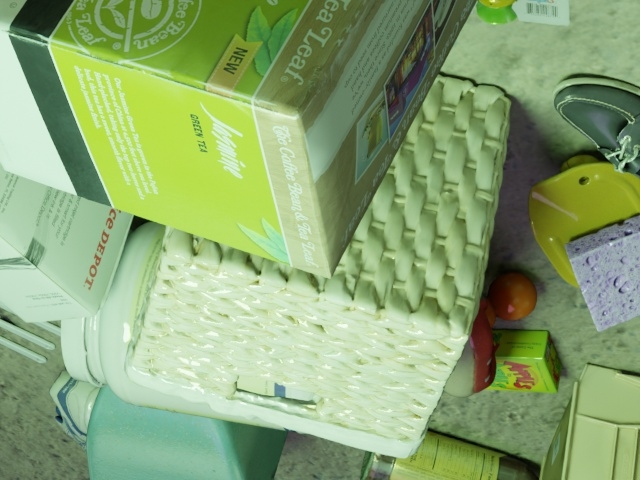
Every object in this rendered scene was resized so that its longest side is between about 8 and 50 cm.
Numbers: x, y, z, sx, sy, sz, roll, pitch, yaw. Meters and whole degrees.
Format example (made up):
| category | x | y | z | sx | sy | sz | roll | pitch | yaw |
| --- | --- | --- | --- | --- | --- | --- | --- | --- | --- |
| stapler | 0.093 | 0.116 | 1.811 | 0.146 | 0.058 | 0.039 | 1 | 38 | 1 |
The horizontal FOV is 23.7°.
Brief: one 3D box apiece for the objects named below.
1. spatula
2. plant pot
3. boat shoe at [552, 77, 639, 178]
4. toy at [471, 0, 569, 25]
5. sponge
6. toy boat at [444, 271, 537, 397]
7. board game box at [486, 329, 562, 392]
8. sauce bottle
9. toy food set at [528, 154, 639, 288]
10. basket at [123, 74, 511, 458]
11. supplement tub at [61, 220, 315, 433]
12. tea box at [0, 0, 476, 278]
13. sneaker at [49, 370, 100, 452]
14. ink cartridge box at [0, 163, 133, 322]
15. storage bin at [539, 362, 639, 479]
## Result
| category | x | y | z | sx | sy | sz | roll | pitch | yaw |
| --- | --- | --- | --- | --- | --- | --- | --- | --- | --- |
| spatula | -0.493 | 0.118 | 2.285 | 0.242 | 0.019 | 0.168 | 29 | 146 | -21 |
| plant pot | -0.186 | 0.218 | 2.111 | 0.248 | 0.247 | 0.252 | 8 | 141 | 12 |
| boat shoe | 0.321 | -0.096 | 1.527 | 0.206 | 0.065 | 0.075 | 26 | 148 | -16 |
| toy | 0.149 | -0.285 | 1.304 | 0.137 | 0.056 | 0.237 | 10 | 145 | 16 |
| sponge | 0.373 | 0.014 | 1.614 | 0.210 | 0.031 | 0.117 | -21 | 128 | 8 |
| toy boat | 0.190 | 0.087 | 1.835 | 0.151 | 0.151 | 0.231 | -23 | 156 | -6 |
| board game box | 0.217 | 0.156 | 2.004 | 0.181 | 0.043 | 0.092 | 1 | 146 | 23 |
| sauce bottle | 0.233 | 0.363 | 2.265 | 0.344 | 0.111 | 0.111 | 19 | 149 | -4 |
| toy food set | 0.302 | -0.017 | 1.646 | 0.128 | 0.071 | 0.218 | -28 | 126 | 13 |
| basket | 0.000 | 0.000 | 1.574 | 0.328 | 0.331 | 0.266 | 16 | 147 | -1 |
| supplement tub | -0.131 | 0.101 | 1.883 | 0.325 | 0.235 | 0.235 | 8 | 148 | 12 |
| tea box | -0.076 | -0.196 | 1.239 | 0.323 | 0.329 | 0.220 | 17 | 150 | 18 |
| sneaker | -0.354 | 0.292 | 2.449 | 0.131 | 0.112 | 0.296 | 26 | 151 | 16 |
| ink cartridge box | -0.351 | -0.066 | 1.734 | 0.121 | 0.211 | 0.289 | -7 | 142 | 32 |
| storage bin | 0.361 | 0.338 | 2.021 | 0.123 | 0.260 | 0.262 | 12 | 149 | 5 |
